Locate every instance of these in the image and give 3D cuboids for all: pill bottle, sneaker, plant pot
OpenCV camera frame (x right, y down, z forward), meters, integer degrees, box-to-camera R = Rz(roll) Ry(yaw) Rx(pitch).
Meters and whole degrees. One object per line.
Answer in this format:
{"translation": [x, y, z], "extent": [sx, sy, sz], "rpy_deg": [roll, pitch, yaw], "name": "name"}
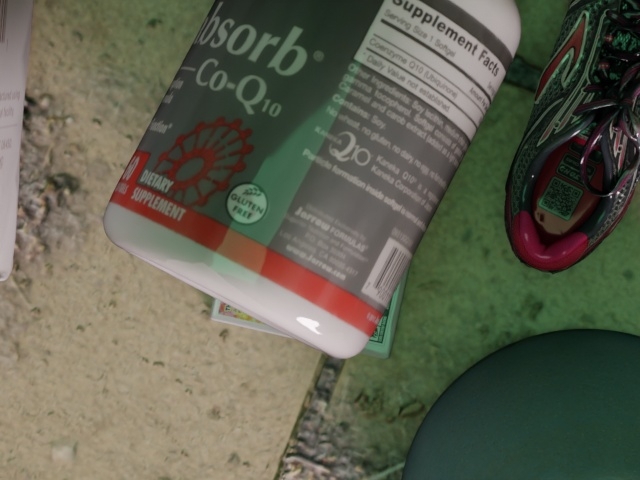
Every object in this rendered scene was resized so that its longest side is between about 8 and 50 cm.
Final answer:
{"translation": [0.015, -0.118, 1.401], "extent": [0.210, 0.210, 0.363], "rpy_deg": [27, 86, 2], "name": "pill bottle"}
{"translation": [0.218, -0.112, 1.422], "extent": [0.121, 0.112, 0.299], "rpy_deg": [19, 105, 6], "name": "sneaker"}
{"translation": [0.197, 0.219, 1.432], "extent": [0.290, 0.195, 0.290], "rpy_deg": [0, 95, 4], "name": "plant pot"}

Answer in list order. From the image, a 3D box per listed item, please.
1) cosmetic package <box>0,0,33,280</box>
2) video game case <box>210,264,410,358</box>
{"translation": [-0.431, -0.130, 1.389], "extent": [0.394, 0.329, 0.327], "rpy_deg": [6, 97, 5], "name": "cosmetic package"}
{"translation": [0.000, 0.000, 1.519], "extent": [0.143, 0.019, 0.157], "rpy_deg": [13, 97, 4], "name": "video game case"}
